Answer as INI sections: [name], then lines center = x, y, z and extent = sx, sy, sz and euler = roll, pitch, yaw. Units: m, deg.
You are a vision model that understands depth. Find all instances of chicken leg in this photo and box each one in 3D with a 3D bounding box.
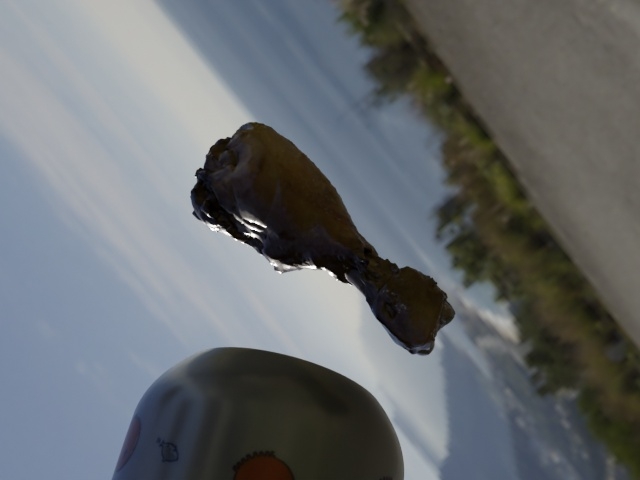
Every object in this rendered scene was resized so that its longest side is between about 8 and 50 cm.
[chicken leg]
center = 0.001, -0.003, 1.114
extent = 0.251, 0.087, 0.107
euler = 38, -170, 33

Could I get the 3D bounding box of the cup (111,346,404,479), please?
[cup]
center = -0.065, 0.246, 1.084
extent = 0.212, 0.317, 0.212
euler = 13, 158, 5
